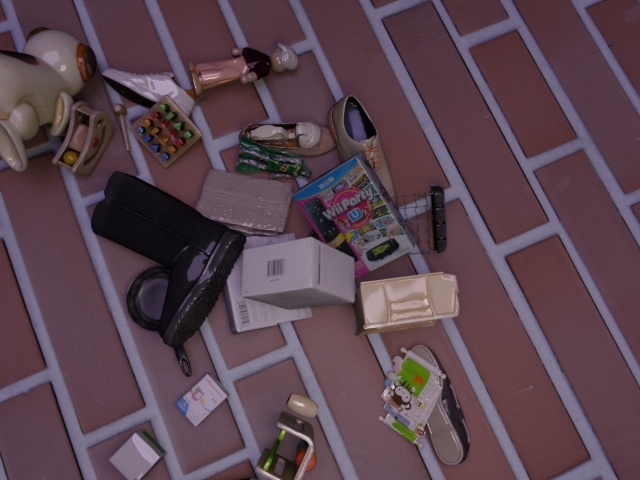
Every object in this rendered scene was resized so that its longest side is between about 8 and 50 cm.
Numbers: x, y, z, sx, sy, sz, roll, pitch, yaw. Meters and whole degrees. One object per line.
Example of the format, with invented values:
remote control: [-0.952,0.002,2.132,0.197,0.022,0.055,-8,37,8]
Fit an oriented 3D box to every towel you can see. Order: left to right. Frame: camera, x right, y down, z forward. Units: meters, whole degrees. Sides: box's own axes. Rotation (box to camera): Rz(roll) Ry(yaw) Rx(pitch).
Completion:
towel: [-0.229,-0.116,1.668,0.283,0.049,0.187,12,61,2]

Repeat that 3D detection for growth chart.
growth chart: [0.251,0.436,1.548,0.172,0.021,0.237,21,94,30]

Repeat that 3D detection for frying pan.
frying pan: [-0.423,0.214,1.608,0.326,0.053,0.197,43,80,7]

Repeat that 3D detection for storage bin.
storage bin: [0.229,0.180,1.526,0.261,0.262,0.123,-7,76,-3]

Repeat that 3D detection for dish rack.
dish rack: [0.242,-0.048,1.634,0.272,0.074,0.208,-6,107,4]

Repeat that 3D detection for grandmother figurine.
grandmother figurine: [-0.239,-0.553,1.746,0.343,0.104,0.207,-14,58,-10]

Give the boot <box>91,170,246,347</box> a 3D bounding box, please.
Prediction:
boot: [-0.483,0.040,1.558,0.445,0.146,0.366,27,78,15]

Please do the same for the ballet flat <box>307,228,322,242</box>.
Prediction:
ballet flat: [0.000,0.000,1.659,0.084,0.058,0.249,29,78,-3]

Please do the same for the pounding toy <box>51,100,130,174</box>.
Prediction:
pounding toy: [-0.674,-0.314,1.662,0.155,0.154,0.269,24,79,4]

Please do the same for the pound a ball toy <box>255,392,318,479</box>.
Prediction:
pound a ball toy: [-0.056,0.504,1.420,0.136,0.319,0.208,26,78,4]

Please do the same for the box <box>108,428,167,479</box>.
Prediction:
box: [-0.499,0.592,1.509,0.101,0.087,0.102,42,81,7]

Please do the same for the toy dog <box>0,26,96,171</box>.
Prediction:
toy dog: [-0.856,-0.468,1.596,0.285,0.395,0.407,18,44,16]

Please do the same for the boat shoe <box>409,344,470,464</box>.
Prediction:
boat shoe: [0.336,0.461,1.567,0.112,0.096,0.334,-25,73,30]

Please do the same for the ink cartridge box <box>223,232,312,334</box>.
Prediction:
ink cartridge box: [-0.168,0.121,1.634,0.239,0.060,0.274,-6,77,-28]

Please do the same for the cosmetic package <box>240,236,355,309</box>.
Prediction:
cosmetic package: [-0.056,0.096,1.486,0.224,0.225,0.138,-10,68,30]

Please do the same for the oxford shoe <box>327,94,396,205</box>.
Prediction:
oxford shoe: [0.131,-0.246,1.657,0.141,0.146,0.396,-26,91,-10]

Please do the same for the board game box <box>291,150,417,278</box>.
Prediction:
board game box: [0.098,-0.065,1.556,0.224,0.097,0.303,-30,99,23]

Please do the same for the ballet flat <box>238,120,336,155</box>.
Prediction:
ballet flat: [-0.097,-0.321,1.701,0.316,0.106,0.107,-4,78,-3]

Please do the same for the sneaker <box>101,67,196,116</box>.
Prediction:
sneaker: [-0.532,-0.487,1.735,0.290,0.106,0.123,23,76,-8]

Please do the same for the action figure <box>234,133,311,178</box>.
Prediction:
action figure: [-0.139,-0.235,1.687,0.232,0.137,0.063,12,46,-10]

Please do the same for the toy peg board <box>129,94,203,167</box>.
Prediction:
toy peg board: [-0.473,-0.328,1.665,0.161,0.079,0.161,-40,102,6]

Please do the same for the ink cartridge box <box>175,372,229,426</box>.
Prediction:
ink cartridge box: [-0.333,0.450,1.561,0.122,0.052,0.088,-43,82,-10]

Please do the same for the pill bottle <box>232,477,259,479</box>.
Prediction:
pill bottle: [-0.230,0.720,1.453,0.279,0.162,0.162,-6,78,-3]
